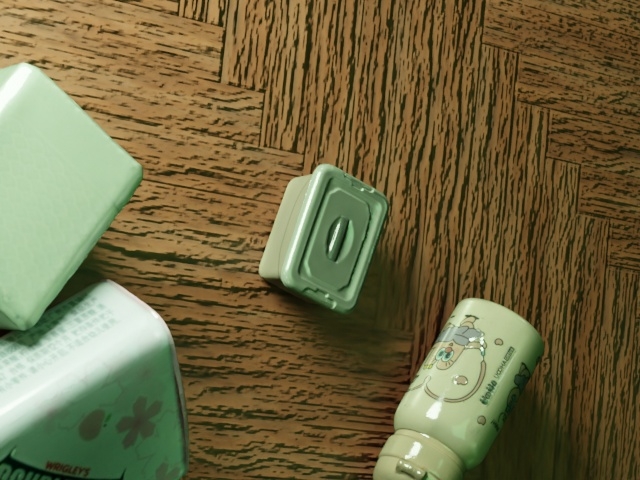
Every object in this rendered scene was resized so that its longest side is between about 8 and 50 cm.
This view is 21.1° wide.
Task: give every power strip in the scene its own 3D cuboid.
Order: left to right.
[{"bbox_3d":[-0.271,-0.011,1.333,0.139,0.140,0.224,46,64,-27],"label":"power strip"}]

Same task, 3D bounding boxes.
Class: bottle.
[{"bbox_3d":[0.126,0.166,1.644,0.209,0.097,0.110,-57,162,-21],"label":"bottle"}]

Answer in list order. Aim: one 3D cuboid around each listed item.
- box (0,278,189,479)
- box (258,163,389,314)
[{"bbox_3d":[-0.274,0.196,1.310,0.370,0.112,0.190,-34,136,-32],"label":"box"},{"bbox_3d":[0.000,0.000,1.574,0.089,0.062,0.122,28,72,-32],"label":"box"}]
